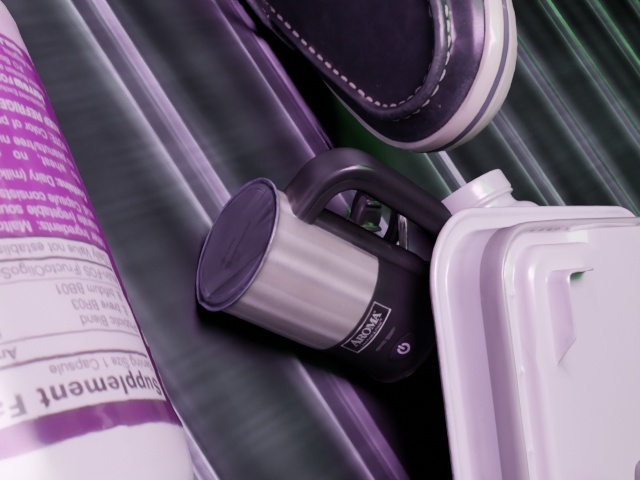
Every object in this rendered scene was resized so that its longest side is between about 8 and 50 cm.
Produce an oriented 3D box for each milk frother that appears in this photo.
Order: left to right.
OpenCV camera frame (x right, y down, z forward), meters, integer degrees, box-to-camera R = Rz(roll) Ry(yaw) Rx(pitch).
[{"bbox_3d":[0.000,0.000,0.648,0.135,0.129,0.143,27,2,-30],"label":"milk frother"}]

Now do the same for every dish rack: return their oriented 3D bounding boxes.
[{"bbox_3d":[0.193,0.138,0.653,0.286,0.072,0.332,-3,84,-46],"label":"dish rack"}]

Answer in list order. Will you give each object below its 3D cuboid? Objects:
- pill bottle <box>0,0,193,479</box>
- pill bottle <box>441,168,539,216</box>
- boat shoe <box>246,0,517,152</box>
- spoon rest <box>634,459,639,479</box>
[{"bbox_3d":[-0.148,0.057,0.380,0.169,0.169,0.301,-8,68,-48],"label":"pill bottle"},{"bbox_3d":[0.147,0.027,0.768,0.086,0.086,0.152,-21,77,-51],"label":"pill bottle"},{"bbox_3d":[-0.038,-0.267,0.740,0.156,0.187,0.500,-12,65,-43],"label":"boat shoe"},{"bbox_3d":[0.065,0.168,0.494,0.276,0.084,0.137,-16,78,-13],"label":"spoon rest"}]
